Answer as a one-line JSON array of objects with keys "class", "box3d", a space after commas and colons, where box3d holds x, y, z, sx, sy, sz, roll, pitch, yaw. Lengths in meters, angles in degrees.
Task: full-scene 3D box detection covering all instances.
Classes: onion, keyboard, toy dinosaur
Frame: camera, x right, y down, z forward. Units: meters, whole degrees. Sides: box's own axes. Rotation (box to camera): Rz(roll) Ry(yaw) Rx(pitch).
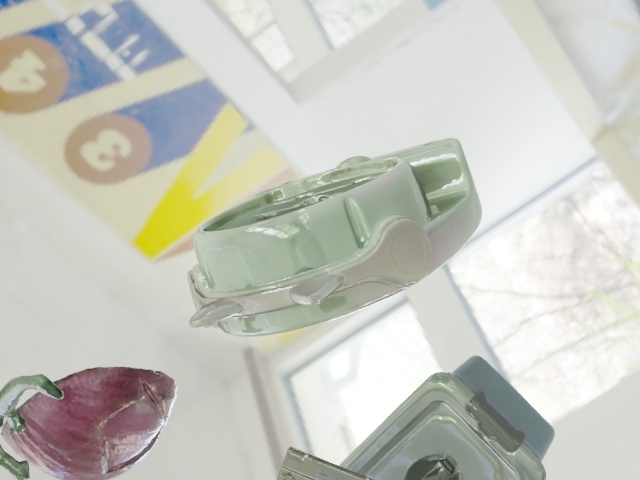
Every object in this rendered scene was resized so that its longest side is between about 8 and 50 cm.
[{"class": "onion", "box3d": [-0.325, 0.290, 1.653, 0.250, 0.247, 0.111, 20, -139, -46]}, {"class": "keyboard", "box3d": [0.010, 0.242, 1.077, 0.129, 0.049, 0.015, 13, 167, 40]}, {"class": "toy dinosaur", "box3d": [-0.458, 0.185, 1.352, 0.447, 0.087, 0.301, 15, 152, 20]}]

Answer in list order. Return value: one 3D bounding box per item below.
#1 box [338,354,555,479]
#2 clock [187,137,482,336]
[{"class": "box", "box3d": [0.139, 0.242, 1.211, 0.162, 0.227, 0.130, 45, -146, 9]}, {"class": "clock", "box3d": [0.000, 0.000, 1.082, 0.324, 0.265, 0.108, -38, -67, -62]}]
